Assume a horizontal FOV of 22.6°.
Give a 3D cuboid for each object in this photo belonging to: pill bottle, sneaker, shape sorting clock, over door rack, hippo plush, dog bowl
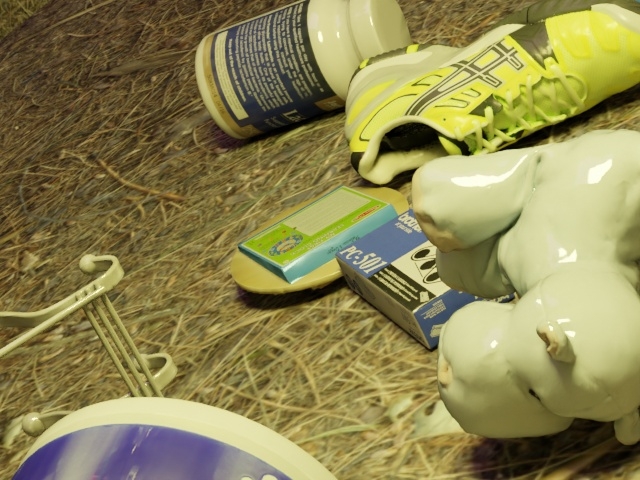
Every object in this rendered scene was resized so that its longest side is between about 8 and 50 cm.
[{"bbox_3d":[-0.021,-0.241,2.125,0.264,0.153,0.153,-17,25,26],"label":"pill bottle"},{"bbox_3d":[0.201,-0.150,1.749,0.384,0.145,0.147,-17,46,31],"label":"sneaker"},{"bbox_3d":[0.000,0.000,1.735,0.206,0.040,0.206,-21,21,8],"label":"shape sorting clock"},{"bbox_3d":[-0.259,0.192,1.361,0.324,0.240,0.108,-39,27,-25],"label":"over door rack"},{"bbox_3d":[0.210,0.052,1.252,0.294,0.234,0.237,-19,49,33],"label":"hippo plush"},{"bbox_3d":[-0.097,0.236,1.052,0.264,0.265,0.104,-16,27,27],"label":"dog bowl"}]

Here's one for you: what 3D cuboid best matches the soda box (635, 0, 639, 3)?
[{"bbox_3d":[0.335,-0.255,1.864,0.216,0.069,0.074,-21,23,14],"label":"soda box"}]

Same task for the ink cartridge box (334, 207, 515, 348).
[{"bbox_3d":[0.097,0.033,1.549,0.097,0.046,0.207,-31,22,-10],"label":"ink cartridge box"}]
